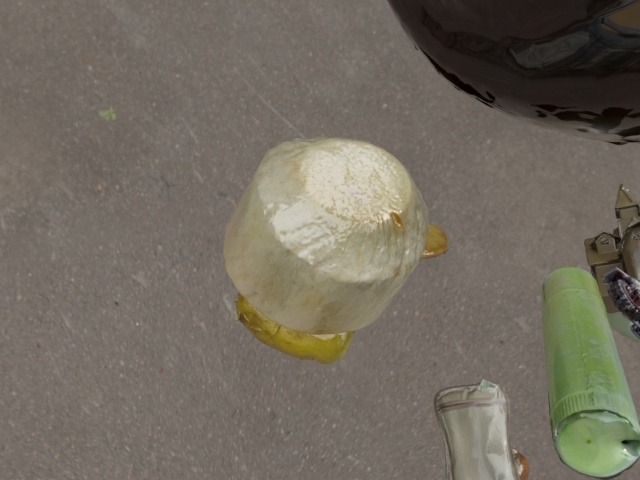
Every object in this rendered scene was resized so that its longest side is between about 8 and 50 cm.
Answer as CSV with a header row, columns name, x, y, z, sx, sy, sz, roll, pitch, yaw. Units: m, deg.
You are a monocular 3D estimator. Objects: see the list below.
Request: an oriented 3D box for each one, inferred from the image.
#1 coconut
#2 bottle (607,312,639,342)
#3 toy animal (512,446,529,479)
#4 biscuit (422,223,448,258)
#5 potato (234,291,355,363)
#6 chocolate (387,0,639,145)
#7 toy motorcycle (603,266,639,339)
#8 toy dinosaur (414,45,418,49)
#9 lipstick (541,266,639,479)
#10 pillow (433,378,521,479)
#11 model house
name,x,y,z,sx,sy,sz,roll,pitch,yaw
coconut,0.000,0.000,0.927,0.328,0.329,0.329,3,61,-6
bottle,0.775,0.041,1.342,0.228,0.352,0.229,3,34,-2
toy animal,0.428,0.573,1.343,0.157,0.097,0.313,-13,94,-34
biscuit,0.309,-0.009,1.889,0.202,0.041,0.260,16,24,-2
potato,-0.067,0.197,1.479,0.300,0.140,0.173,22,104,3
chocolate,0.201,-0.210,0.368,0.383,0.384,0.331,36,36,12
toy motorcycle,0.526,0.106,0.963,0.215,0.080,0.123,33,35,-26
toy dinosaur,0.166,-0.488,1.182,0.251,0.199,0.072,18,51,-34
lipstick,0.276,0.120,0.636,0.076,0.076,0.304,27,28,7
pillow,0.259,0.347,0.990,0.130,0.038,0.233,-15,56,19
model house,0.599,-0.010,1.153,0.180,0.176,0.248,-14,60,24
